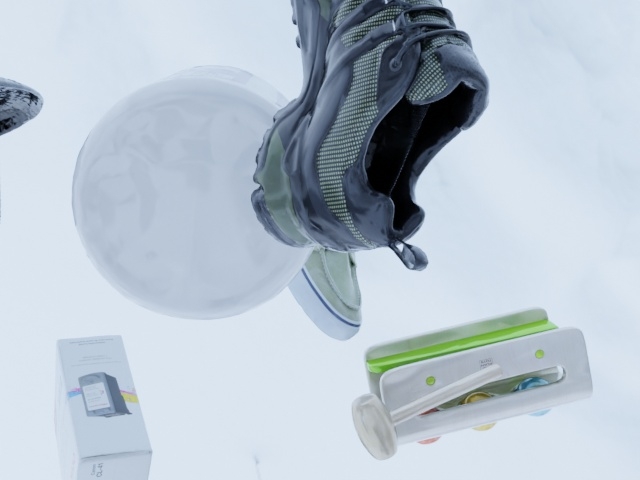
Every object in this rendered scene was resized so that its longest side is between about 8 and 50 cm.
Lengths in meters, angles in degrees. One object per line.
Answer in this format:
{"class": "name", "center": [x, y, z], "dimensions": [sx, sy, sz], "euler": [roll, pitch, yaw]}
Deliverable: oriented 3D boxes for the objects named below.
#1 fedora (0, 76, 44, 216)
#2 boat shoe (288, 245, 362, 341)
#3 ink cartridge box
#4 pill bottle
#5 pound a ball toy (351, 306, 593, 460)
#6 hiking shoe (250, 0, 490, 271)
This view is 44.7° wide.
{"class": "fedora", "center": [-0.397, -0.045, 0.711], "dimensions": [0.334, 0.334, 0.153], "euler": [-14, 95, 14]}
{"class": "boat shoe", "center": [0.000, 0.000, 1.076], "dimensions": [0.094, 0.302, 0.109], "euler": [-42, 135, 22]}
{"class": "ink cartridge box", "center": [-0.410, 0.355, 1.433], "dimensions": [0.131, 0.306, 0.226], "euler": [-2, 125, -26]}
{"class": "pill bottle", "center": [-0.089, -0.058, 0.648], "dimensions": [0.169, 0.301, 0.169], "euler": [-1, 104, -3]}
{"class": "pound a ball toy", "center": [0.189, 0.202, 1.003], "dimensions": [0.319, 0.208, 0.136], "euler": [-13, 100, -6]}
{"class": "hiking shoe", "center": [0.043, -0.099, 0.395], "dimensions": [0.114, 0.086, 0.227], "euler": [14, 95, 39]}
